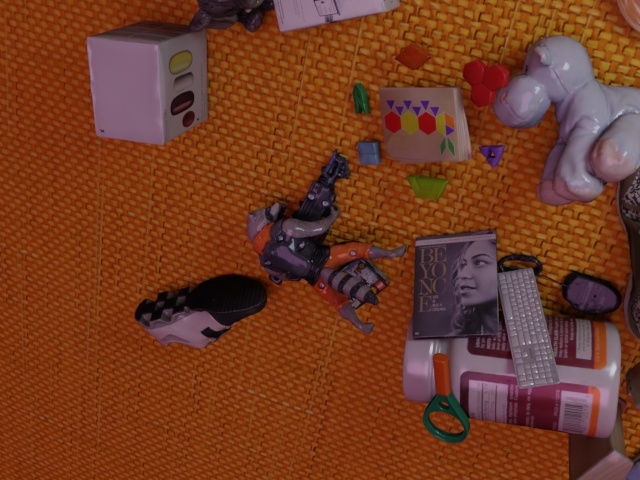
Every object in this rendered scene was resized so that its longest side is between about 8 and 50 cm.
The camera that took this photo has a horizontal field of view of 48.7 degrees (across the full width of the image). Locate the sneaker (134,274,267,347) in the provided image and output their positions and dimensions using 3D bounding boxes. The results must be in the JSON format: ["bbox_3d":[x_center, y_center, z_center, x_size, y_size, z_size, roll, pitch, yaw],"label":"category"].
[{"bbox_3d":[-0.258,0.178,1.660,0.331,0.122,0.146,-11,128,22],"label":"sneaker"}]

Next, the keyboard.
[{"bbox_3d":[0.384,0.159,1.322,0.072,0.256,0.014,-7,139,8],"label":"keyboard"}]

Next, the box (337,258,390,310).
[{"bbox_3d":[0.072,0.097,1.547,0.094,0.027,0.137,46,119,-7],"label":"box"}]

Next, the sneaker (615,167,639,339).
[{"bbox_3d":[0.615,0.040,1.248,0.158,0.182,0.410,-6,112,21],"label":"sneaker"}]

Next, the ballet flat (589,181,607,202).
[{"bbox_3d":[0.510,-0.113,1.295,0.041,0.041,0.114,28,120,4],"label":"ballet flat"}]

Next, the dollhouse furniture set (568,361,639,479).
[{"bbox_3d":[0.689,0.451,1.408,0.303,0.198,0.286,34,120,0],"label":"dollhouse furniture set"}]

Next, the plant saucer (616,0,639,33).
[{"bbox_3d":[0.574,-0.414,1.116,0.200,0.037,0.200,13,130,16],"label":"plant saucer"}]

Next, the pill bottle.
[{"bbox_3d":[0.374,0.252,1.406,0.392,0.224,0.224,5,115,17],"label":"pill bottle"}]

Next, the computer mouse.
[{"bbox_3d":[0.474,0.082,1.405,0.242,0.041,0.071,23,110,15],"label":"computer mouse"}]

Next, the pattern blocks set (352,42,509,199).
[{"bbox_3d":[0.191,-0.213,1.294,0.325,0.026,0.285,20,124,38],"label":"pattern blocks set"}]

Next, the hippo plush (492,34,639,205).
[{"bbox_3d":[0.417,-0.219,1.164,0.236,0.234,0.294,43,120,-5],"label":"hippo plush"}]

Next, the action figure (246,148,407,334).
[{"bbox_3d":[0.000,0.000,1.438,0.330,0.178,0.341,24,116,11],"label":"action figure"}]

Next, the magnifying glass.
[{"bbox_3d":[0.235,0.302,1.341,0.092,0.026,0.231,9,132,26],"label":"magnifying glass"}]

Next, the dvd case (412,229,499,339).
[{"bbox_3d":[0.265,0.085,1.388,0.165,0.221,0.018,-6,150,21],"label":"dvd case"}]

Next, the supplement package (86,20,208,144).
[{"bbox_3d":[-0.330,-0.314,1.389,0.149,0.203,0.194,10,117,14],"label":"supplement package"}]

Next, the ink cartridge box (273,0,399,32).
[{"bbox_3d":[0.030,-0.429,1.250,0.191,0.139,0.082,-7,110,21],"label":"ink cartridge box"}]

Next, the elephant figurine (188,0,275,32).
[{"bbox_3d":[-0.177,-0.446,1.254,0.186,0.239,0.169,-38,99,29],"label":"elephant figurine"}]
